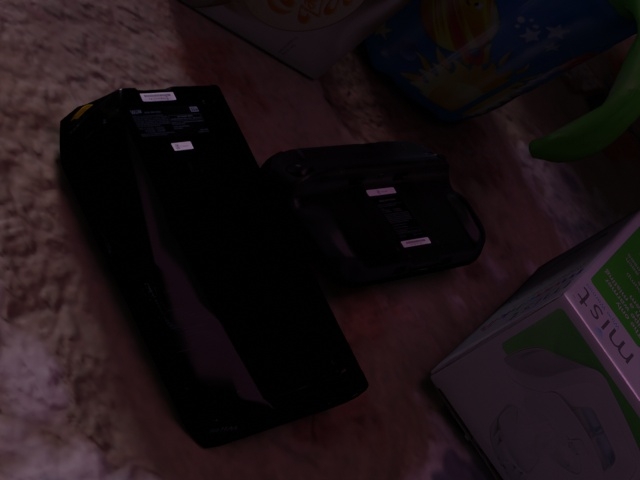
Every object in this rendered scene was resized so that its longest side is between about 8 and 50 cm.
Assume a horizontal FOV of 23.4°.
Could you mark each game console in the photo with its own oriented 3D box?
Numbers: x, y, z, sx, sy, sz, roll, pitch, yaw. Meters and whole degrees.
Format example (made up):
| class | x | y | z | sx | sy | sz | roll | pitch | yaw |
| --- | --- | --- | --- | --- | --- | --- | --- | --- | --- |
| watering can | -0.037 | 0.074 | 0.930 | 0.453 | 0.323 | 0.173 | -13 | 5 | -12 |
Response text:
| class | x | y | z | sx | sy | sz | roll | pitch | yaw |
| --- | --- | --- | --- | --- | --- | --- | --- | --- | --- |
| game console | 0.000 | 0.000 | 0.989 | 0.361 | 0.044 | 0.213 | -10 | 69 | -53 |

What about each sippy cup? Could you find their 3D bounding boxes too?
| class | x | y | z | sx | sy | sz | roll | pitch | yaw |
| --- | --- | --- | --- | --- | --- | --- | --- | --- | --- |
| sippy cup | 0.145 | -0.215 | 1.197 | 0.240 | 0.224 | 0.305 | 40 | 35 | -18 |

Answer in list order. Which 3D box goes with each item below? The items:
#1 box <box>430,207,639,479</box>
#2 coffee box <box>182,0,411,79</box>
| class | x | y | z | sx | sy | sz | roll | pitch | yaw |
| --- | --- | --- | --- | --- | --- | --- | --- | --- | --- |
| box | 0.229 | 0.134 | 1.077 | 0.262 | 0.126 | 0.231 | 56 | 31 | 2 |
| coffee box | 0.025 | -0.238 | 1.047 | 0.141 | 0.246 | 0.098 | 27 | 42 | -35 |
